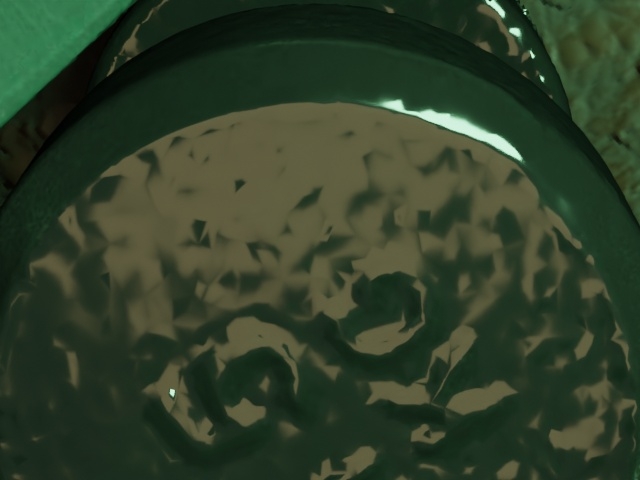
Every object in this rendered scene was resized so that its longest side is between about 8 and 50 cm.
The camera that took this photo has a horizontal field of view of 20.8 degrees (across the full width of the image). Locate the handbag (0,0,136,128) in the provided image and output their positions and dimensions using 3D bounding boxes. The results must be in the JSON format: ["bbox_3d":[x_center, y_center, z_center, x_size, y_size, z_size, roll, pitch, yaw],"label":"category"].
[{"bbox_3d":[-0.174,-0.198,0.590,0.089,0.238,0.326,-18,116,43],"label":"handbag"}]

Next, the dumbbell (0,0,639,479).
[{"bbox_3d":[0.000,0.000,0.611,0.204,0.322,0.203,0,107,1],"label":"dumbbell"}]
